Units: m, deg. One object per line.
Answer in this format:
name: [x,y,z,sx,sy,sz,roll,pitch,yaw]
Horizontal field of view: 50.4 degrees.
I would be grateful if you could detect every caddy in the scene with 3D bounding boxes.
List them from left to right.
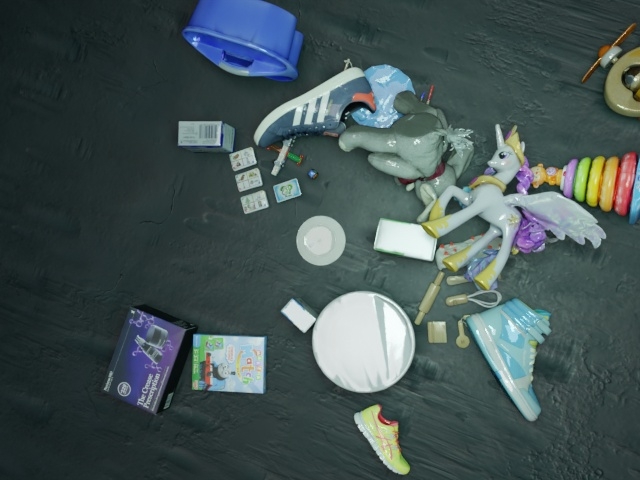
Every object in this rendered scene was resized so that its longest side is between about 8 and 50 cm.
caddy: [-0.209,-0.539,1.859,0.341,0.241,0.179,19,87,10]

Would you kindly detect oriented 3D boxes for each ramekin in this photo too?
ramekin: [0.122,0.267,1.837,0.273,0.127,0.273,0,88,10]

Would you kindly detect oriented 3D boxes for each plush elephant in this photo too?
plush elephant: [0.262,-0.204,1.778,0.330,0.255,0.272,24,53,37]

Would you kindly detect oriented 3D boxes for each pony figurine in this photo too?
pony figurine: [0.453,-0.057,1.648,0.351,0.303,0.363,45,78,-8]

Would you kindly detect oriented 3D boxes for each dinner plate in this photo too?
dinner plate: [0.000,0.000,1.922,0.141,0.017,0.141,0,89,11]

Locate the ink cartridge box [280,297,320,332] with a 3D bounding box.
ink cartridge box: [-0.051,0.203,1.872,0.088,0.122,0.052,41,92,8]

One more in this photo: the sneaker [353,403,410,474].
sneaker: [0.184,0.537,1.844,0.094,0.081,0.208,-38,82,5]

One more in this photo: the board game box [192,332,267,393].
board game box: [-0.260,0.350,1.946,0.211,0.039,0.160,1,88,9]

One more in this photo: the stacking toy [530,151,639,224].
stacking toy: [0.684,-0.157,1.755,0.302,0.166,0.175,11,81,25]

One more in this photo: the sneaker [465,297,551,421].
sneaker: [0.540,0.296,1.768,0.208,0.127,0.319,-29,92,1]

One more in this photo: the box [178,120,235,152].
box: [-0.319,-0.291,1.922,0.126,0.137,0.072,2,90,10]

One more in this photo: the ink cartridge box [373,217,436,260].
ink cartridge box: [0.228,0.004,1.785,0.153,0.208,0.087,10,88,9]

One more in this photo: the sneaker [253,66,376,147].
sneaker: [-0.010,-0.319,1.834,0.350,0.131,0.148,-30,85,9]

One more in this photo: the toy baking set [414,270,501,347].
toy baking set: [0.377,0.173,1.846,0.197,0.030,0.256,21,99,4]

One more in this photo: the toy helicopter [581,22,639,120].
toy helicopter: [0.833,-0.486,1.752,0.235,0.140,0.355,21,82,19]

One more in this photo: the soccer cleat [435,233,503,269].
soccer cleat: [0.404,0.033,1.832,0.196,0.076,0.068,-10,46,-5]

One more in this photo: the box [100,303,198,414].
box: [-0.492,0.339,1.957,0.184,0.103,0.261,20,92,12]

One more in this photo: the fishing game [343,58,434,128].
fishing game: [0.172,-0.390,1.890,0.264,0.041,0.189,15,98,6]

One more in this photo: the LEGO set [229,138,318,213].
LEGO set: [-0.125,-0.196,1.942,0.244,0.060,0.182,-17,86,21]
